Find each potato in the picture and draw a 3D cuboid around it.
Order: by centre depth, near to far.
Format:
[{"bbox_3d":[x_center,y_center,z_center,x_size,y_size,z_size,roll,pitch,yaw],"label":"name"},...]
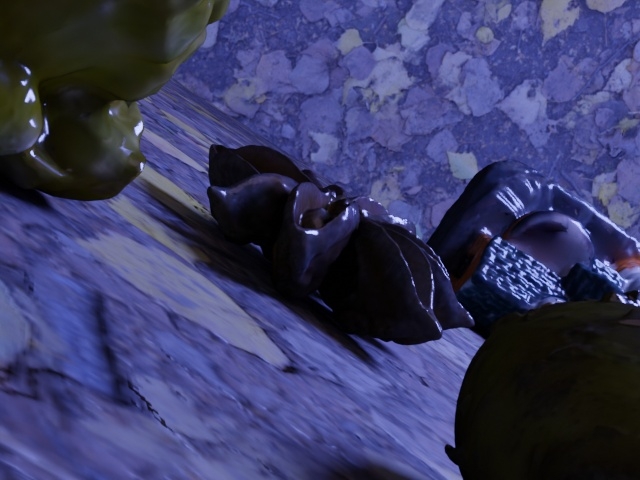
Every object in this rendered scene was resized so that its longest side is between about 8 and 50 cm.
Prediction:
[{"bbox_3d":[0.118,0.087,0.426,0.149,0.113,0.251,32,5,-4],"label":"potato"}]

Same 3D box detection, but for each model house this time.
[{"bbox_3d":[0.268,0.050,1.360,0.271,0.190,0.301,35,6,-4],"label":"model house"}]

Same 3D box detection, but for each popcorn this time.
[{"bbox_3d":[-0.146,-0.135,0.518,0.237,0.252,0.206,-12,7,-34],"label":"popcorn"}]

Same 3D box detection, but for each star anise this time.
[{"bbox_3d":[0.013,0.006,0.782,0.197,0.073,0.212,29,8,-11],"label":"star anise"}]
